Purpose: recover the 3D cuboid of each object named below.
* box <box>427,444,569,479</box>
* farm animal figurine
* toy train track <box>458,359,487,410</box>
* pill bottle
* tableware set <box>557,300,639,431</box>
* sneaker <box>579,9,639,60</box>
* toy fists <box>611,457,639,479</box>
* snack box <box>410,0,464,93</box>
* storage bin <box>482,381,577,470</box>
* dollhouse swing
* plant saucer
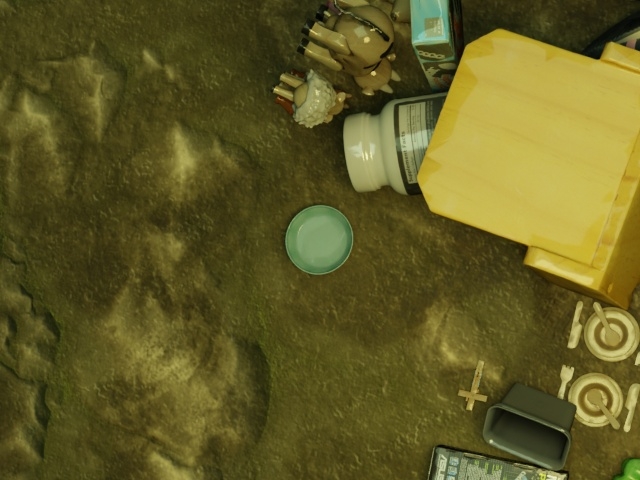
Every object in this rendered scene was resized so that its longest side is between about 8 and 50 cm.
[{"bbox_3d":[0.264,0.478,1.893,0.216,0.060,0.270,9,85,15],"label":"box"},{"bbox_3d":[0.068,-0.328,1.948,0.172,0.327,0.330,27,97,0],"label":"farm animal figurine"},{"bbox_3d":[0.254,0.237,1.953,0.048,0.014,0.083,12,80,23],"label":"toy train track"},{"bbox_3d":[0.187,-0.160,1.949,0.278,0.162,0.162,-7,80,14],"label":"pill bottle"},{"bbox_3d":[0.449,0.200,1.893,0.128,0.039,0.194,13,86,16],"label":"tableware set"},{"bbox_3d":[0.515,-0.286,1.835,0.112,0.319,0.131,-41,100,-14],"label":"sneaker"},{"bbox_3d":[0.536,0.343,1.823,0.142,0.096,0.279,29,90,1],"label":"toy fists"},{"bbox_3d":[0.187,-0.355,1.892,0.060,0.322,0.187,-4,82,11],"label":"snack box"},{"bbox_3d":[0.336,0.289,1.880,0.135,0.091,0.098,20,128,20],"label":"storage bin"},{"bbox_3d":[0.365,-0.117,1.843,0.305,0.315,0.347,19,87,27],"label":"dollhouse swing"},{"bbox_3d":[0.000,0.000,2.048,0.119,0.021,0.119,-2,82,14],"label":"plant saucer"}]
